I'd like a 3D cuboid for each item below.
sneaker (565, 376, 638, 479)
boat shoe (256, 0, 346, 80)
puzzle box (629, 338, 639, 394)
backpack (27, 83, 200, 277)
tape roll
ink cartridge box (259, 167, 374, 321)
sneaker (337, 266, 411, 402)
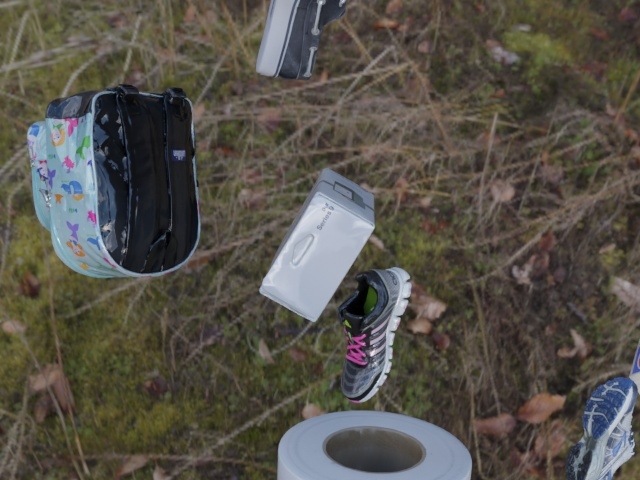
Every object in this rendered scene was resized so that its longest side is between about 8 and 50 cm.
[{"bbox_3d":[0.324,0.217,0.903,0.058,0.135,0.052,18,10,-19],"label":"sneaker"},{"bbox_3d":[-0.010,-0.348,1.135,0.102,0.301,0.108,10,45,-12],"label":"boat shoe"},{"bbox_3d":[0.630,0.085,1.225,0.052,0.272,0.409,57,35,-4],"label":"puzzle box"},{"bbox_3d":[-0.277,-0.072,1.119,0.191,0.253,0.225,-7,2,31],"label":"backpack"},{"bbox_3d":[0.065,0.343,1.035,0.246,0.169,0.246,3,12,-1],"label":"tape roll"},{"bbox_3d":[0.000,0.000,1.503,0.121,0.211,0.289,30,14,-4],"label":"ink cartridge box"},{"bbox_3d":[0.050,0.109,0.963,0.075,0.170,0.063,16,3,-39],"label":"sneaker"}]
